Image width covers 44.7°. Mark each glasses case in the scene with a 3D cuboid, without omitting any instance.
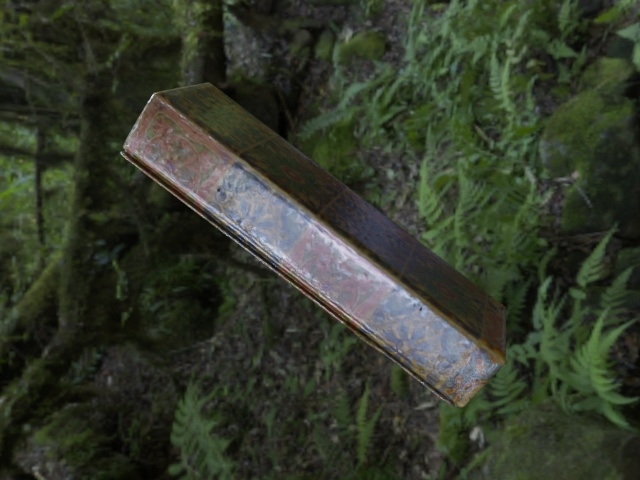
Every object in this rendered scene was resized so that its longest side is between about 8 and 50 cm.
[{"bbox_3d":[0.000,0.000,0.421,0.049,0.218,0.075,-53,-1,21],"label":"glasses case"}]
